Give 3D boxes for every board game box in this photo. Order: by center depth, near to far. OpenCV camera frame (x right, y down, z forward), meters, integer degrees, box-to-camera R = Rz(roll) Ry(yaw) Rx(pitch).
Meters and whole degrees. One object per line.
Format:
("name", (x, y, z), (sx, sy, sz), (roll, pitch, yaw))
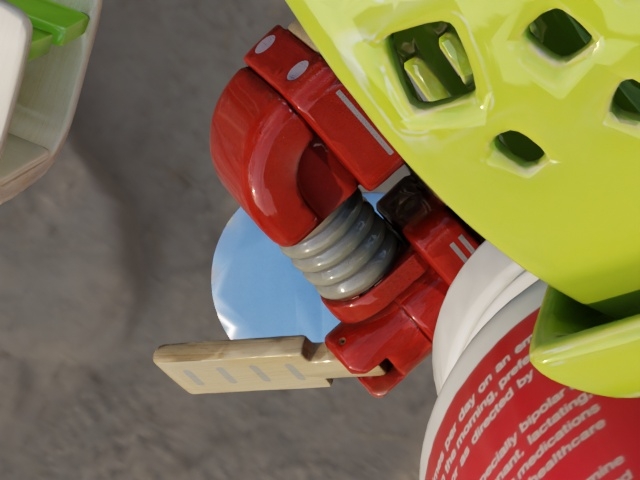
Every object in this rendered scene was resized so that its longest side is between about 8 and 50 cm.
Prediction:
("board game box", (0.001, 0.025, 1.432), (0.169, 0.033, 0.133), (0, 102, 0))

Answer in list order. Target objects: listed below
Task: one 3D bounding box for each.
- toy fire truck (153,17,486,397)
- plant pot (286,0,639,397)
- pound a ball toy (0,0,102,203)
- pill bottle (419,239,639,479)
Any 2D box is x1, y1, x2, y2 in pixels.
("toy fire truck", (0.000, 0.000, 1.056), (0.246, 0.217, 0.158), (-43, 28, -1))
("plant pot", (0.140, -0.088, 0.604), (0.227, 0.207, 0.228), (-21, 17, 25))
("pound a ball toy", (-0.302, -0.111, 0.957), (0.319, 0.208, 0.135), (20, 109, 5))
("pill bottle", (0.166, 0.139, 0.748), (0.229, 0.229, 0.407), (-35, 26, 9))
